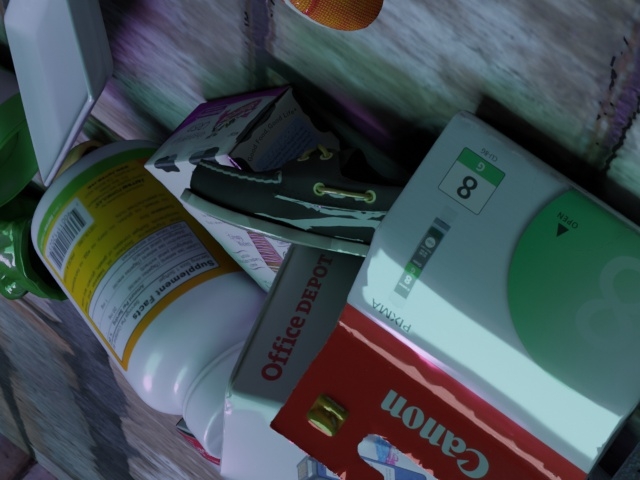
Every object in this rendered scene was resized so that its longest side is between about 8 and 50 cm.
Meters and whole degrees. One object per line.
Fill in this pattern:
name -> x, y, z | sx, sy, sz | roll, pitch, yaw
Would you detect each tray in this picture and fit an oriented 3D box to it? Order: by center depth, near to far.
tray -> -0.192, -0.138, 1.442 | 0.270, 0.030, 0.145 | 142, 115, -72

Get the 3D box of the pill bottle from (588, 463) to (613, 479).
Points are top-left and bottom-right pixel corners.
pill bottle -> 0.148, 0.192, 1.403 | 0.121, 0.121, 0.221 | 25, 168, 40

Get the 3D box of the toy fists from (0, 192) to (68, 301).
toy fists -> -0.347, -0.042, 1.949 | 0.142, 0.096, 0.279 | 19, 154, 50

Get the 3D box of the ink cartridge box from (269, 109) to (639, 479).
ink cartridge box -> 0.093, 0.066, 1.126 | 0.181, 0.224, 0.056 | 35, -176, 15

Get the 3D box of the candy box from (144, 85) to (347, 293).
candy box -> 0.000, 0.000, 1.393 | 0.233, 0.071, 0.159 | 46, 161, -19

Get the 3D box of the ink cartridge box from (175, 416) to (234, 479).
ink cartridge box -> -0.026, 0.188, 1.787 | 0.175, 0.127, 0.072 | 49, 161, -24

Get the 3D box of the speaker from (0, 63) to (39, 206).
speaker -> -0.374, -0.152, 1.699 | 0.296, 0.131, 0.131 | 36, 161, 13

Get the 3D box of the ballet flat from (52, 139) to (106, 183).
ballet flat -> -0.134, 0.003, 1.665 | 0.232, 0.080, 0.073 | 39, 147, 1

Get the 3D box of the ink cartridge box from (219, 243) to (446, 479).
ink cartridge box -> 0.058, 0.100, 1.252 | 0.212, 0.154, 0.093 | 17, 135, 7

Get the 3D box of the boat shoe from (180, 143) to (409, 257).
boat shoe -> 0.020, -0.024, 1.230 | 0.228, 0.068, 0.081 | 15, -173, 21

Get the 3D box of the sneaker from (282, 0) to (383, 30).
sneaker -> 0.000, -0.168, 1.021 | 0.067, 0.064, 0.175 | 15, 154, 33

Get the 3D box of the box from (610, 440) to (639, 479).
box -> 0.215, 0.236, 1.230 | 0.142, 0.247, 0.163 | 32, 160, 20

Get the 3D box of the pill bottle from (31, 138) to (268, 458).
pill bottle -> -0.110, 0.048, 1.518 | 0.245, 0.136, 0.136 | 51, 169, 30
